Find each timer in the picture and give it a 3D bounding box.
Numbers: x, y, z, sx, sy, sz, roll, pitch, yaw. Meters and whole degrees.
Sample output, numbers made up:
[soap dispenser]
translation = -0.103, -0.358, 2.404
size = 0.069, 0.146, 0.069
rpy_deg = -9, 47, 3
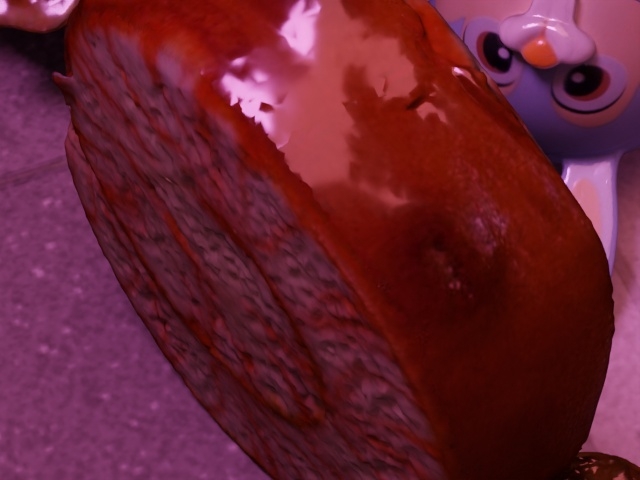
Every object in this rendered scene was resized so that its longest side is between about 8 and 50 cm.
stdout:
[timer]
translation = 0.118, -0.082, 1.062
size = 0.175, 0.175, 0.255
rpy_deg = 20, 59, 11

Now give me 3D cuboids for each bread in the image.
[bread]
translation = 0.002, 0.002, 0.906
size = 0.114, 0.327, 0.295
rpy_deg = -35, 81, -19

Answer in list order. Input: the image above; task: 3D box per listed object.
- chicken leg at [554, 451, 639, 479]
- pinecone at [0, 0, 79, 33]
[chicken leg]
translation = 0.177, 0.174, 0.937
size = 0.207, 0.101, 0.085
rpy_deg = 33, 92, 9
[pinecone]
translation = -0.166, -0.326, 1.100
size = 0.384, 0.384, 0.384
rpy_deg = 1, 56, -1
